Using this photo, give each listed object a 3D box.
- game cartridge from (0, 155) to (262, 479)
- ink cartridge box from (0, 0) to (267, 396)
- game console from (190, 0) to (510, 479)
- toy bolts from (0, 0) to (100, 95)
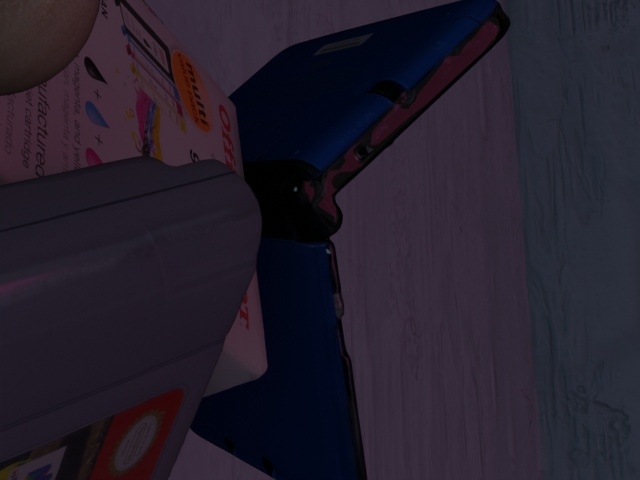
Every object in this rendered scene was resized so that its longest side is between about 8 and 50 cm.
[{"bbox_3d":[-0.139,0.111,0.434,0.196,0.060,0.294,-15,137,-49],"label":"game cartridge"},{"bbox_3d":[-0.152,-0.028,0.550,0.233,0.168,0.171,48,30,-56],"label":"ink cartridge box"},{"bbox_3d":[0.000,0.000,0.762,0.250,0.293,0.173,-43,109,-17],"label":"game console"},{"bbox_3d":[-0.146,-0.127,0.337,0.218,0.158,0.229,36,43,-58],"label":"toy bolts"}]
